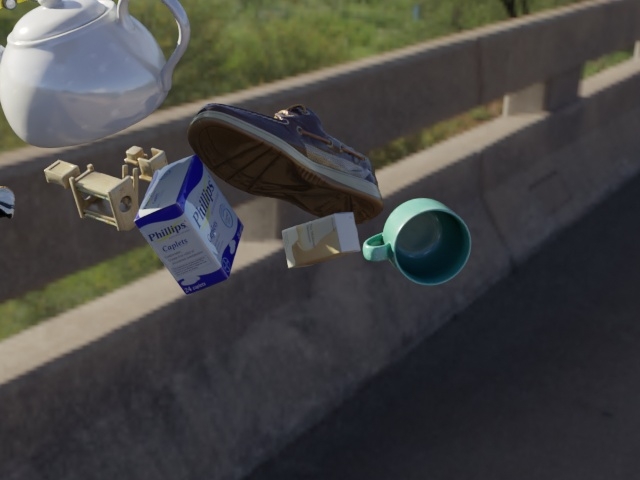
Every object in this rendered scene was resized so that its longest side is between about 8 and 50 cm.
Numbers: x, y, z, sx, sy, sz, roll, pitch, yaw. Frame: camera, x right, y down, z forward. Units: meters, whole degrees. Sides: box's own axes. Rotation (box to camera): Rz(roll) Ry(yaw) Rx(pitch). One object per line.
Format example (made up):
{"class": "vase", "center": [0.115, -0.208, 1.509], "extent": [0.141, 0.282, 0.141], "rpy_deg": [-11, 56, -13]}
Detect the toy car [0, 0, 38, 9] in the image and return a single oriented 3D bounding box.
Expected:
{"class": "toy car", "center": [-0.383, -0.418, 1.894], "extent": [0.224, 0.053, 0.239], "rpy_deg": [5, 34, 23]}

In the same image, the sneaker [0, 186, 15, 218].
{"class": "sneaker", "center": [-0.366, -0.031, 1.303], "extent": [0.083, 0.032, 0.037], "rpy_deg": [-16, 64, 1]}

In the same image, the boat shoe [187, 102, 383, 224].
{"class": "boat shoe", "center": [-0.047, -0.135, 1.805], "extent": [0.342, 0.123, 0.123], "rpy_deg": [21, -36, -32]}

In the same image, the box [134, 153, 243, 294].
{"class": "box", "center": [-0.176, -0.023, 1.667], "extent": [0.072, 0.137, 0.126], "rpy_deg": [-21, 30, 21]}

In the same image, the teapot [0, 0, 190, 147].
{"class": "teapot", "center": [-0.335, -0.256, 1.692], "extent": [0.256, 0.187, 0.252], "rpy_deg": [-27, 29, -22]}

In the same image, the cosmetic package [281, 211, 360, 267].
{"class": "cosmetic package", "center": [0.000, 0.000, 1.772], "extent": [0.041, 0.060, 0.115], "rpy_deg": [-5, -10, -45]}

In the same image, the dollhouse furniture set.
{"class": "dollhouse furniture set", "center": [-0.403, -0.113, 2.368], "extent": [0.181, 0.101, 0.161], "rpy_deg": [18, 43, 34]}

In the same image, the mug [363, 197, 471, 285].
{"class": "mug", "center": [0.154, -0.008, 1.973], "extent": [0.157, 0.129, 0.097], "rpy_deg": [24, 10, -19]}
